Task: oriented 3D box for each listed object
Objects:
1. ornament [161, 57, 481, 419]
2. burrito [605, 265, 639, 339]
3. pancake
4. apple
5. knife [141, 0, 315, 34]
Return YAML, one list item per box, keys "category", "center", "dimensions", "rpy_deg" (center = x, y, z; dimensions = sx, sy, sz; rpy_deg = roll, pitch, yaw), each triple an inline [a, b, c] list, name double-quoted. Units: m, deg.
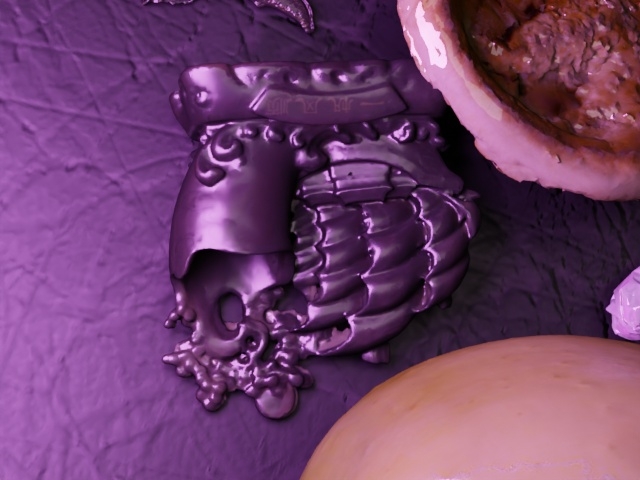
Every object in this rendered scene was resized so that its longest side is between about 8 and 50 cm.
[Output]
- category: "ornament"
  center: [0.000, 0.000, 1.372]
  dimensions: [0.251, 0.106, 0.260]
  rpy_deg: [-5, 85, -13]
- category: "burrito"
  center: [0.311, 0.018, 1.441]
  dimensions: [0.203, 0.064, 0.064]
  rpy_deg: [-29, 84, -17]
- category: "pancake"
  center: [0.192, -0.193, 1.408]
  dimensions: [0.356, 0.065, 0.356]
  rpy_deg: [11, 67, -26]
- category: "apple"
  center: [0.181, 0.286, 1.161]
  dimensions: [0.473, 0.473, 0.474]
  rpy_deg: [2, 77, -10]
- category: "knife"
  center: [-0.110, -0.201, 1.428]
  dimensions: [0.222, 0.021, 0.045]
  rpy_deg: [9, 79, -10]
